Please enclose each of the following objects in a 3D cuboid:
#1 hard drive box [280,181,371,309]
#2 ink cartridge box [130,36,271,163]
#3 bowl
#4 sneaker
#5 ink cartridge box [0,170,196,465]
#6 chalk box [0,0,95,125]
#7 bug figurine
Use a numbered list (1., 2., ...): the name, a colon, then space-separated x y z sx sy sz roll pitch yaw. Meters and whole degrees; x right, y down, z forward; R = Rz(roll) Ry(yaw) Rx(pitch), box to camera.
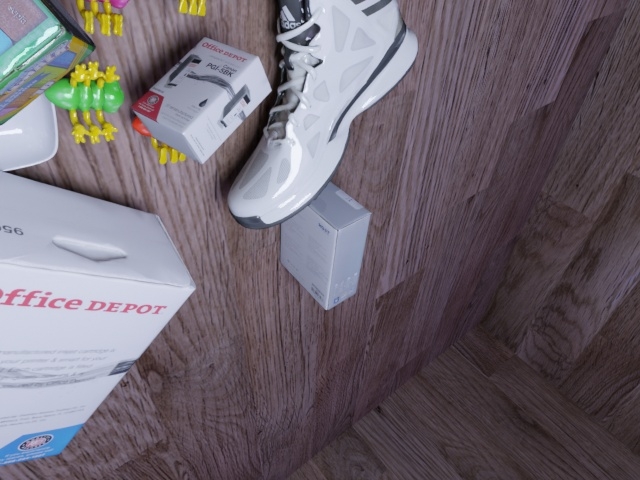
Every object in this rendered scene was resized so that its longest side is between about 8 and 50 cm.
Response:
1. hard drive box: 0.000 0.000 0.962 0.089 0.181 0.232 -26 142 -30
2. ink cartridge box: -0.142 -0.173 0.556 0.135 0.099 0.056 -53 153 -17
3. bowl: -0.375 -0.146 0.500 0.141 0.053 0.142 -20 137 -36
4. sneaker: -0.046 -0.248 0.709 0.448 0.169 0.257 -53 139 -6
5. ink cartridge box: -0.403 0.123 0.597 0.395 0.166 0.285 -47 148 16
6. chalk box: -0.280 -0.167 0.341 0.132 0.213 0.132 -40 114 -2
7. bug figurine: -0.217 -0.234 0.554 0.216 0.072 0.279 -21 135 -53
